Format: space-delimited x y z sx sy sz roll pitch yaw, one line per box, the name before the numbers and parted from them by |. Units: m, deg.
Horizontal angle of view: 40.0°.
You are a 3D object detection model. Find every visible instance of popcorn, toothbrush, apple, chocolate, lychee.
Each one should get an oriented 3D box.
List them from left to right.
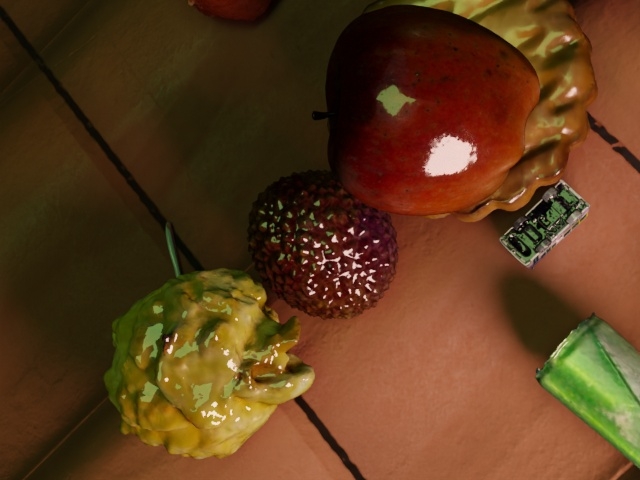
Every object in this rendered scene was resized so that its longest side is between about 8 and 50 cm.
toothbrush | -0.193 0.065 1.204 0.019 0.013 0.193 -18 76 24
popcorn | -0.142 0.150 1.072 0.265 0.192 0.233 -6 79 17
lychee | 0.000 0.000 1.059 0.188 0.188 0.188 -4 79 19
apple | 0.105 -0.133 0.923 0.233 0.234 0.234 -4 79 19
chocolate | 0.369 0.208 0.933 0.291 0.110 0.110 43 96 18

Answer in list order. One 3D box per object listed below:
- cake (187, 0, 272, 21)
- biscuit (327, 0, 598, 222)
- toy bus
cake | -0.110 -0.446 1.196 0.177 0.151 0.283 39 95 33
biscuit | 0.169 -0.177 1.068 0.325 0.107 0.326 -3 79 16
toy bus | 0.261 -0.016 1.030 0.102 0.058 0.052 -44 70 3
